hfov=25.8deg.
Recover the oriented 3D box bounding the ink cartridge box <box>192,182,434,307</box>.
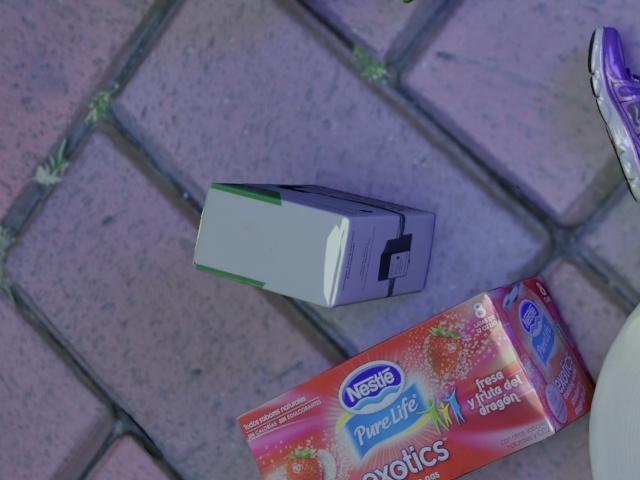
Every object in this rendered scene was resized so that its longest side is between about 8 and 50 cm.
[{"bbox_3d":[0.000,0.000,1.340,0.153,0.208,0.087,14,98,25],"label":"ink cartridge box"}]

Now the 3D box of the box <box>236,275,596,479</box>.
[{"bbox_3d":[0.094,0.163,1.337,0.300,0.154,0.142,-30,80,28],"label":"box"}]

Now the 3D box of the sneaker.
[{"bbox_3d":[0.291,-0.118,1.269,0.071,0.068,0.170,-22,93,12],"label":"sneaker"}]

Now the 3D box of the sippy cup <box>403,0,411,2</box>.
[{"bbox_3d":[-0.009,-0.362,1.316,0.224,0.240,0.305,-48,51,33],"label":"sippy cup"}]

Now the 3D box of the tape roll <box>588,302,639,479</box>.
[{"bbox_3d":[0.428,0.184,1.210,0.392,0.072,0.392,2,95,27],"label":"tape roll"}]
